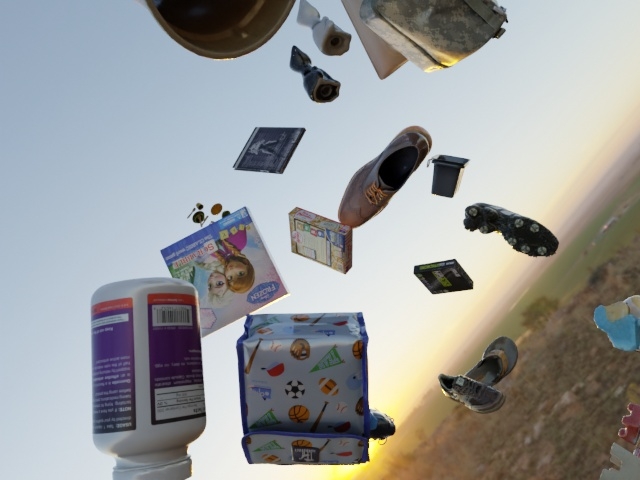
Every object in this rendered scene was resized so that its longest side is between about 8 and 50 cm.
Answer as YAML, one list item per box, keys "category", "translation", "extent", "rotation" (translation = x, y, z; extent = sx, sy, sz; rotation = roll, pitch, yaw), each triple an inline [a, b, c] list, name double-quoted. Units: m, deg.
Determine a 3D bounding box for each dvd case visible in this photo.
- category: "dvd case"
  translation: [-0.161, -0.280, 1.602]
  extent: [0.018, 0.221, 0.165]
  rotation: [44, -114, -45]

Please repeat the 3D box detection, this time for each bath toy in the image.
- category: "bath toy"
  translation: [0.918, 0.232, 1.445]
  extent: [0.347, 0.129, 0.152]
  rotation: [8, -92, -30]

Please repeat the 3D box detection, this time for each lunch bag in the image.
- category: "lunch bag"
  translation: [-0.036, 0.395, 1.313]
  extent: [0.239, 0.327, 0.386]
  rotation: [-82, -8, -77]
- category: "lunch bag"
  translation: [0.293, -0.595, 1.321]
  extent: [0.213, 0.305, 0.256]
  rotation: [-58, 20, -2]

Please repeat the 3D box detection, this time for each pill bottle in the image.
- category: "pill bottle"
  translation: [-0.288, 0.233, 0.876]
  extent: [0.181, 0.323, 0.181]
  rotation: [-6, -14, -2]

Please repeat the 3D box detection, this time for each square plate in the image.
- category: "square plate"
  translation: [0.227, -0.720, 1.578]
  extent: [0.347, 0.344, 0.049]
  rotation: [-40, 21, -26]

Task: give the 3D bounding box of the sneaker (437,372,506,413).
- category: "sneaker"
  translation: [0.354, 0.363, 1.250]
  extent: [0.066, 0.071, 0.188]
  rotation: [-51, 17, -24]

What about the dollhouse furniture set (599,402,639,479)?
- category: "dollhouse furniture set"
  translation: [0.693, 0.459, 1.061]
  extent: [0.201, 0.152, 0.374]
  rotation: [-60, -39, -14]

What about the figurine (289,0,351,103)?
- category: "figurine"
  translation: [-0.020, -0.513, 1.393]
  extent: [0.092, 0.209, 0.215]
  rotation: [-13, -42, -28]

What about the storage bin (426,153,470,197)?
- category: "storage bin"
  translation: [0.309, -0.160, 1.284]
  extent: [0.135, 0.098, 0.091]
  rotation: [-30, -49, -66]

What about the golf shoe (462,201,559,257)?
- category: "golf shoe"
  translation: [0.549, -0.047, 1.484]
  extent: [0.120, 0.272, 0.105]
  rotation: [-34, -36, -51]

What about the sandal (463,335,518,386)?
- category: "sandal"
  translation: [0.461, 0.337, 1.404]
  extent: [0.219, 0.090, 0.060]
  rotation: [-32, -31, -24]

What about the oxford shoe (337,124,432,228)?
- category: "oxford shoe"
  translation: [0.152, -0.153, 1.407]
  extent: [0.364, 0.130, 0.133]
  rotation: [-52, 2, 32]

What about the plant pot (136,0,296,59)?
- category: "plant pot"
  translation: [-0.249, -0.529, 0.925]
  extent: [0.333, 0.305, 0.334]
  rotation: [-29, -45, -33]

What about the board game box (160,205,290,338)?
- category: "board game box"
  translation: [-0.306, 0.102, 1.670]
  extent: [0.318, 0.318, 0.066]
  rotation: [-28, -7, 2]

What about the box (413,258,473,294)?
- category: "box"
  translation: [0.499, 0.150, 2.107]
  extent: [0.190, 0.184, 0.045]
  rotation: [44, -131, -39]

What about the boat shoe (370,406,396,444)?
- category: "boat shoe"
  translation: [0.166, 0.547, 1.503]
  extent: [0.258, 0.088, 0.109]
  rotation: [78, -151, -79]

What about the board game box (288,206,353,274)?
- category: "board game box"
  translation: [0.000, 0.000, 1.489]
  extent: [0.045, 0.193, 0.147]
  rotation: [-44, -35, -40]

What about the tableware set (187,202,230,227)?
- category: "tableware set"
  translation: [-0.379, -0.087, 1.797]
  extent: [0.104, 0.024, 0.154]
  rotation: [-54, -36, 1]
